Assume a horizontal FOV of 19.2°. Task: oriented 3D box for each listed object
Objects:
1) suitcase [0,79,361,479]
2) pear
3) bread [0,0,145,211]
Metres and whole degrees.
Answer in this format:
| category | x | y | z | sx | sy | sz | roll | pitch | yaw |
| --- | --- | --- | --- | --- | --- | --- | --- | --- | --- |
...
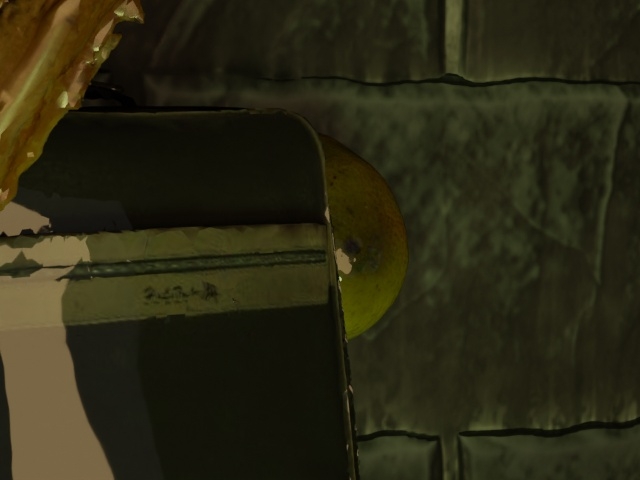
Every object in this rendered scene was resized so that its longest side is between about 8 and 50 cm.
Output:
| category | x | y | z | sx | sy | sz | roll | pitch | yaw |
| --- | --- | --- | --- | --- | --- | --- | --- | --- | --- |
| suitcase | -0.123 | 0.126 | 1.027 | 0.283 | 0.194 | 0.433 | -3 | 86 | -36 |
| pear | 0.000 | 0.000 | 1.192 | 0.141 | 0.104 | 0.141 | -4 | 97 | -39 |
| bread | -0.189 | -0.056 | 0.873 | 0.139 | 0.077 | 0.271 | 30 | 91 | -5 |
